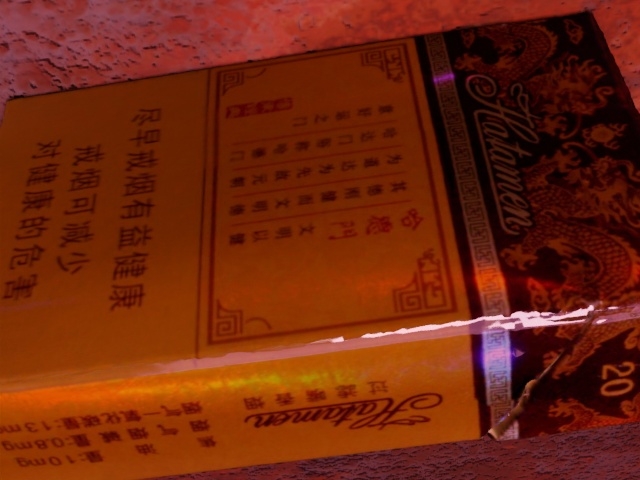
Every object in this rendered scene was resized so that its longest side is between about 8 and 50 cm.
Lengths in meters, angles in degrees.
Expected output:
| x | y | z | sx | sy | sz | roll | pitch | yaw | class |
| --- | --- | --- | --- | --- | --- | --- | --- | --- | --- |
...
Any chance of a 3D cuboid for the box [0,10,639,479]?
| x | y | z | sx | sy | sz | roll | pitch | yaw | class |
| --- | --- | --- | --- | --- | --- | --- | --- | --- | --- |
| 0.000 | 0.000 | 0.622 | 0.415 | 0.264 | 0.116 | -8 | 135 | 3 | box |
